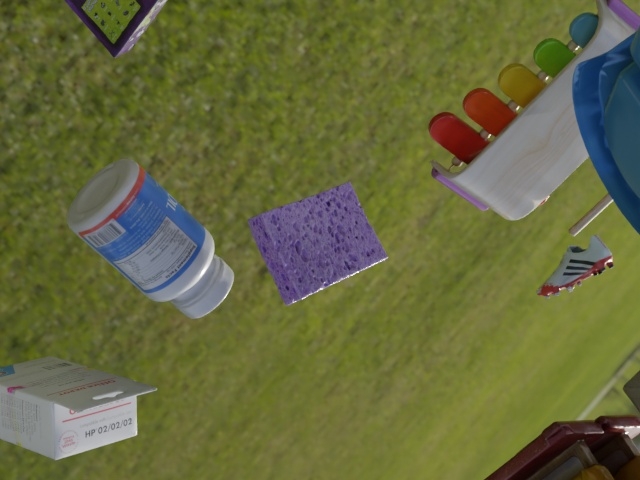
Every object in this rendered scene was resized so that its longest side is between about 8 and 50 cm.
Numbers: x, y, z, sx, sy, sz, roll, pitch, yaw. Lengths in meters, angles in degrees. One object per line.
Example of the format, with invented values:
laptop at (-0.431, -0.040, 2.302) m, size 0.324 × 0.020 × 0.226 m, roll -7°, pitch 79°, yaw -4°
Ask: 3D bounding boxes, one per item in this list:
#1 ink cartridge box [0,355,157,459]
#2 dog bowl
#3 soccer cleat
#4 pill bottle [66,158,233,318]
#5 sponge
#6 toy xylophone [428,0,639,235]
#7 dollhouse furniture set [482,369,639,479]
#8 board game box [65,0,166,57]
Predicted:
ink cartridge box at (-0.258, 0.169, 1.203) m, size 0.104 × 0.181 × 0.061 m, roll -11°, pitch 104°, yaw -47°
dog bowl at (0.254, -0.095, 0.799) m, size 0.074 × 0.166 × 0.297 m, roll -27°, pitch 162°, yaw -8°
soccer cleat at (0.225, 0.024, 1.074) m, size 0.029 × 0.035 × 0.083 m, roll -11°, pitch 162°, yaw -47°
pill bottle at (-0.222, 0.004, 1.609) m, size 0.124 × 0.124 × 0.221 m, roll -47°, pitch 120°, yaw -5°
sponge at (0.000, 0.000, 1.529) m, size 0.031 × 0.117 × 0.210 m, roll -27°, pitch 178°, yaw 37°
toy xylophone at (0.299, -0.136, 1.479) m, size 0.323 × 0.081 × 0.236 m, roll -39°, pitch 123°, yaw 18°
dollhouse furniture set at (0.309, 0.169, 0.893) m, size 0.152 × 0.201 × 0.374 m, roll 4°, pitch 136°, yaw -48°
board game box at (-0.278, -0.454, 1.755) m, size 0.347 × 0.208 × 0.056 m, roll -42°, pitch -178°, yaw 40°
